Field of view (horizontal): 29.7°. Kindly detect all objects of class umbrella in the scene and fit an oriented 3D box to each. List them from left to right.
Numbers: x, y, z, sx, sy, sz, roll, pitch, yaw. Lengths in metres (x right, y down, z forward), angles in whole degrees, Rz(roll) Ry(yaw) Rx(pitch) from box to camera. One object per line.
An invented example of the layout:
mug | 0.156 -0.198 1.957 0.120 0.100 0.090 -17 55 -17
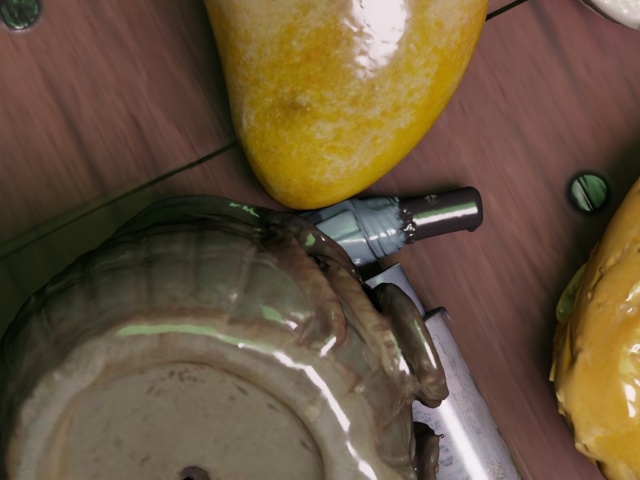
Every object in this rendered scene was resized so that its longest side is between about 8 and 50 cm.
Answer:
umbrella | 0.000 -0.001 0.913 0.250 0.053 0.052 -13 85 1

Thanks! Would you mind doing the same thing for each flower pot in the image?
flower pot | -0.062 0.116 0.800 0.301 0.213 0.302 -1 104 -2

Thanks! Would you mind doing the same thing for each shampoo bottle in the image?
shampoo bottle | 0.088 0.120 0.899 0.072 0.072 0.214 -26 86 -2

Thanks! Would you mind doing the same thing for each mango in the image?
mango | 0.014 -0.210 0.864 0.221 0.199 0.384 9 95 -6

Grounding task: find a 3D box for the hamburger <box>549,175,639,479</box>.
hamburger | 0.320 0.071 0.859 0.318 0.158 0.319 0 87 -2

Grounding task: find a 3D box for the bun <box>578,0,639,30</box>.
bun | 0.254 -0.245 0.898 0.172 0.120 0.173 5 119 9
